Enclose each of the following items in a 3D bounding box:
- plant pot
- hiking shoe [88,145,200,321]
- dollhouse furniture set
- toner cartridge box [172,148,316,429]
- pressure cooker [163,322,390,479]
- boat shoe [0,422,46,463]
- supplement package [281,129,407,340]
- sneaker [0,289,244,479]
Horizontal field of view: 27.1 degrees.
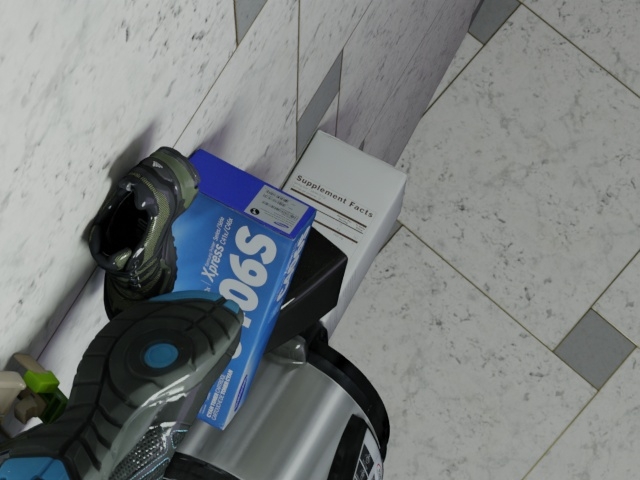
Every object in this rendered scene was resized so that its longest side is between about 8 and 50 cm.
[{"bbox_3d":[-0.091,0.057,1.878,0.167,0.187,0.188,-46,166,-23],"label":"plant pot"},{"bbox_3d":[-0.204,0.008,1.374,0.114,0.086,0.226,-28,144,-48],"label":"hiking shoe"},{"bbox_3d":[-0.312,0.150,1.300,0.076,0.058,0.152,-56,154,11],"label":"dollhouse furniture set"},{"bbox_3d":[-0.135,0.069,1.643,0.075,0.165,0.347,-51,166,-49],"label":"toner cartridge box"},{"bbox_3d":[-0.095,0.327,2.076,0.370,0.375,0.420,-26,-159,44],"label":"pressure cooker"},{"bbox_3d":[-0.322,0.261,1.326,0.302,0.094,0.109,-26,103,-54],"label":"boat shoe"},{"bbox_3d":[0.000,0.000,2.226,0.293,0.175,0.177,-60,170,-18],"label":"supplement package"},{"bbox_3d":[-0.194,0.186,1.336,0.341,0.125,0.139,-48,144,-33],"label":"sneaker"}]
